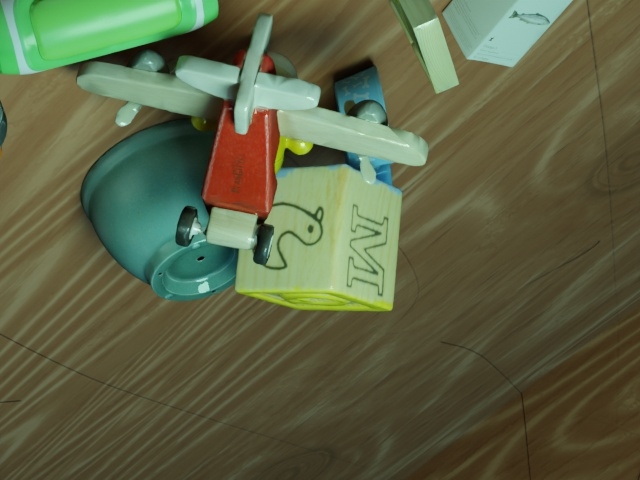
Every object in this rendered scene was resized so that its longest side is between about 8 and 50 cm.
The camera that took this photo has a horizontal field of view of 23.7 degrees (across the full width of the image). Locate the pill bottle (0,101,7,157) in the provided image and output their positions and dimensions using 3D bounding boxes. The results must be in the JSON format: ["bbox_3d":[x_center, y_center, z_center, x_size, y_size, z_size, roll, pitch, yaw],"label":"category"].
[{"bbox_3d":[-0.499,-0.182,2.056,0.130,0.130,0.245,-19,150,-8],"label":"pill bottle"}]

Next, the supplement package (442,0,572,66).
[{"bbox_3d":[0.292,-0.367,2.336,0.105,0.105,0.179,4,140,-38],"label":"supplement package"}]

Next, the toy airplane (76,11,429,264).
[{"bbox_3d":[-0.096,-0.182,2.146,0.384,0.272,0.386,-21,128,35],"label":"toy airplane"}]

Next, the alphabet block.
[{"bbox_3d":[0.000,0.000,2.371,0.192,0.197,0.193,-2,167,34],"label":"alphabet block"}]

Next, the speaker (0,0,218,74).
[{"bbox_3d":[-0.291,-0.308,2.004,0.297,0.131,0.131,-16,149,-12],"label":"speaker"}]

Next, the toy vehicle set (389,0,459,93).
[{"bbox_3d":[0.109,-0.348,2.078,0.035,0.266,0.166,-25,151,3],"label":"toy vehicle set"}]

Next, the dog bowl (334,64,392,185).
[{"bbox_3d":[0.073,-0.158,2.475,0.074,0.165,0.297,-10,150,0],"label":"dog bowl"}]

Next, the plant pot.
[{"bbox_3d":[-0.215,-0.028,2.436,0.293,0.196,0.293,-17,149,-11],"label":"plant pot"}]
